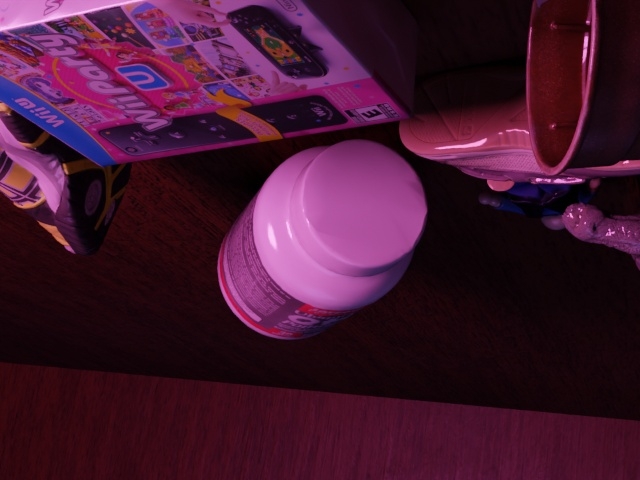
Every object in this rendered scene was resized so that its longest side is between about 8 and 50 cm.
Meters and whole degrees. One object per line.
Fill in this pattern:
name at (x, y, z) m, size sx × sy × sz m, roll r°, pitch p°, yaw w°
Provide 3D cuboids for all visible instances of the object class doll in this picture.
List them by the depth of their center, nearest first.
doll at (0.226, -0.051, 1.123) m, size 0.129 × 0.046 × 0.189 m, roll -10°, pitch 163°, yaw 24°

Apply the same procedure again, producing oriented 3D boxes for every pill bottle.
pill bottle at (0.000, 0.000, 1.179) m, size 0.176 × 0.176 × 0.318 m, roll 13°, pitch 163°, yaw -13°

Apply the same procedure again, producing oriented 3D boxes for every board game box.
board game box at (-0.107, -0.157, 0.830) m, size 0.303 × 0.098 × 0.224 m, roll -5°, pitch 158°, yaw 28°

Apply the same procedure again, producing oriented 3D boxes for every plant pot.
plant pot at (0.235, -0.123, 0.711) m, size 0.165 × 0.167 × 0.167 m, roll 2°, pitch 163°, yaw -2°

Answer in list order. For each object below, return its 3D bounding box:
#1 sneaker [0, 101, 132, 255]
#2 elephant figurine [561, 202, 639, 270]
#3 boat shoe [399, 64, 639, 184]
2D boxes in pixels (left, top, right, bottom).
sneaker at (-0.292, -0.112, 1.069) m, size 0.147 × 0.145 × 0.385 m, roll 13°, pitch 154°, yaw 12°
elephant figurine at (0.403, 0.014, 1.114) m, size 0.239 × 0.169 × 0.186 m, roll 4°, pitch 123°, yaw 41°
boat shoe at (0.205, -0.096, 0.906) m, size 0.285 × 0.103 × 0.092 m, roll 1°, pitch 167°, yaw 37°
